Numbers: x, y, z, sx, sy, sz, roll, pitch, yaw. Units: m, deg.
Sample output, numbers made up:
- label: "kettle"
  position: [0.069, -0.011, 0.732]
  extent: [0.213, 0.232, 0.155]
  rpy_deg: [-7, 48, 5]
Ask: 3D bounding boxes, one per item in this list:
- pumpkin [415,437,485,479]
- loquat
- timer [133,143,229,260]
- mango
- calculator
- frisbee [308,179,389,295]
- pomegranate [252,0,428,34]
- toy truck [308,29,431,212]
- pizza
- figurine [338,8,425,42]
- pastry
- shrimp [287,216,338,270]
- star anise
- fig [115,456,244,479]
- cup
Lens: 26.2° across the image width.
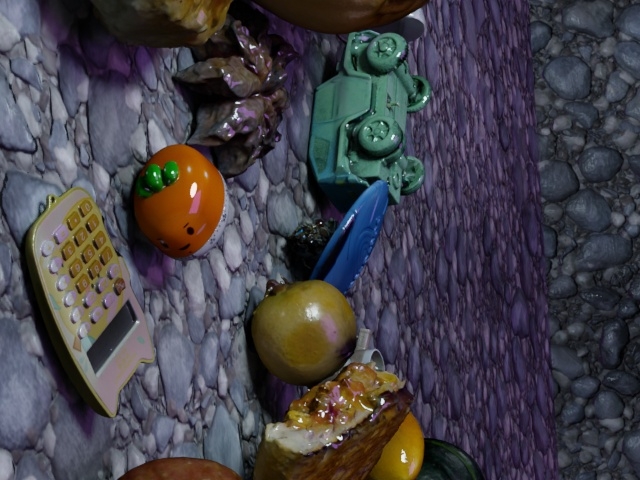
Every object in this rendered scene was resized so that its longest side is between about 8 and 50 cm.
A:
- label: "pumpkin"
  position: [0.138, 0.420, 2.115]
  extent: [0.250, 0.216, 0.250]
  rpy_deg: [-52, 155, -37]
- label: "loquat"
  position: [-0.022, 0.121, 1.845]
  extent: [0.163, 0.137, 0.163]
  rpy_deg: [20, 63, -45]
- label: "timer"
  position: [-0.163, -0.051, 1.566]
  extent: [0.136, 0.099, 0.136]
  rpy_deg: [-13, 90, -79]
- label: "mango"
  position: [0.081, 0.299, 2.015]
  extent: [0.102, 0.141, 0.217]
  rpy_deg: [62, -9, -26]
- label: "calculator"
  position: [-0.244, 0.057, 1.432]
  extent: [0.157, 0.033, 0.236]
  rpy_deg: [-57, 135, -57]
- label: "frisbee"
  position: [0.045, 0.024, 1.997]
  extent: [0.242, 0.045, 0.242]
  rpy_deg: [-57, 168, -19]
- label: "pomegranate"
  position: [0.025, -0.466, 1.755]
  extent: [0.411, 0.411, 0.411]
  rpy_deg: [-5, 90, -69]
- label: "toy truck"
  position: [0.076, -0.185, 2.134]
  extent: [0.155, 0.156, 0.278]
  rpy_deg: [51, 39, -56]
- label: "pizza"
  position: [0.004, 0.276, 1.797]
  extent: [0.277, 0.114, 0.409]
  rpy_deg: [-55, 165, -3]
- label: "figurine"
  position: [0.115, -0.480, 2.290]
  extent: [0.284, 0.206, 0.315]
  rpy_deg: [28, 66, -59]
- label: "pastry"
  position: [-0.157, -0.350, 1.478]
  extent: [0.329, 0.136, 0.329]
  rpy_deg: [10, 90, -81]
- label: "shrimp"
  position: [0.001, 0.004, 2.012]
  extent: [0.174, 0.082, 0.076]
  rpy_deg: [-18, 98, -76]
- label: "star anise"
  position: [-0.095, -0.204, 1.775]
  extent: [0.223, 0.109, 0.236]
  rpy_deg: [45, 47, -54]
- label: "fig"
  position: [-0.150, 0.319, 1.429]
  extent: [0.205, 0.205, 0.205]
  rpy_deg: [-5, 90, -69]
- label: "cup"
  position: [0.036, 0.185, 2.031]
  extent: [0.074, 0.099, 0.102]
  rpy_deg: [-26, 110, -68]
